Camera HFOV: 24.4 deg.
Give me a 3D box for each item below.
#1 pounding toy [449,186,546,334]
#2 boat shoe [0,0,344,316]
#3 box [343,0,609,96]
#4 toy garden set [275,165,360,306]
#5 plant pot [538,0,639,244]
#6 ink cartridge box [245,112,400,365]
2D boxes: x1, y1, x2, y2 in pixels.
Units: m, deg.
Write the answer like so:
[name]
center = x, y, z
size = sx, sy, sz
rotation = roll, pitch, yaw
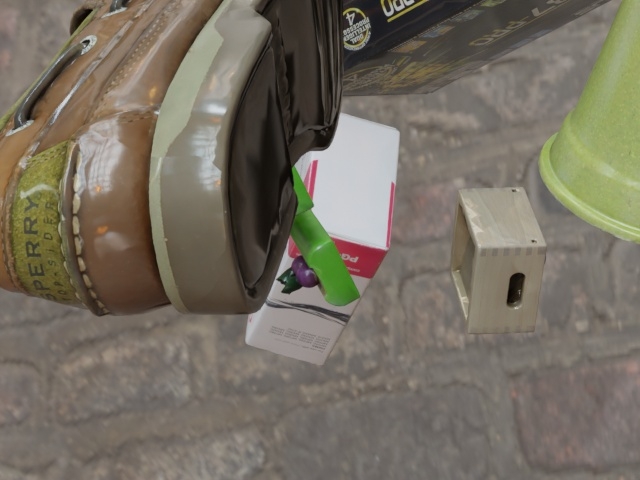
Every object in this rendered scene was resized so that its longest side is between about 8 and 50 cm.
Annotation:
[pounding toy]
center = 0.193, 0.027, 1.541
size = 0.100, 0.141, 0.130
rotation = -2, 35, -6
[boat shoe]
center = -0.054, -0.071, 0.595
size = 0.104, 0.111, 0.307
rotation = -1, 22, 11
[box]
center = 0.180, -0.293, 1.850
size = 0.395, 0.318, 0.097
rotation = -24, 83, 37
[toy garden set]
center = -0.063, -0.079, 1.000
size = 0.049, 0.244, 0.204
rotation = -28, 15, -2
[plant pot]
center = 0.395, -0.163, 1.571
size = 0.276, 0.254, 0.276
rotation = 8, 32, -5
[ink cartridge box]
center = 0.000, 0.000, 1.629
size = 0.100, 0.237, 0.172
rotation = 15, 51, -10
